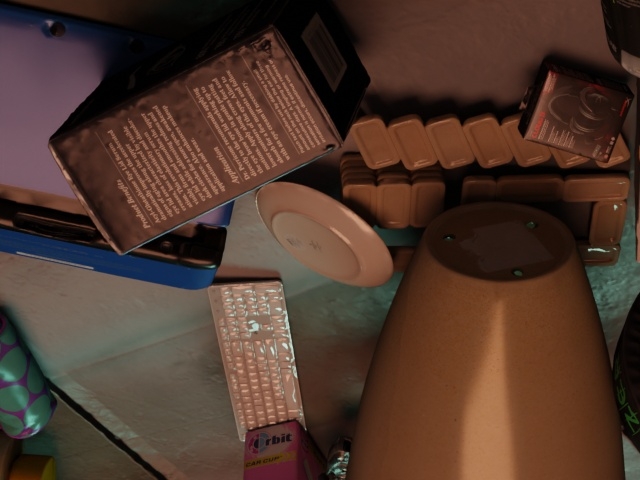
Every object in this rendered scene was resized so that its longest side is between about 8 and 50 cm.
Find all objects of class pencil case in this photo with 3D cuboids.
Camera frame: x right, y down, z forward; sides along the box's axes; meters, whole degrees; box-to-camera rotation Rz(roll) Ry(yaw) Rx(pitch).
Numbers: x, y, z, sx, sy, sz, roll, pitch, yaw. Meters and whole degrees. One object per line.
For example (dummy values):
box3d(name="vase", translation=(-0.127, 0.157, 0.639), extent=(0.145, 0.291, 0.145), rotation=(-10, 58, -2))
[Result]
box3d(name="pencil case", translation=(-0.321, 0.134, 1.752), extent=(0.070, 0.064, 0.151), rotation=(-18, 135, 4))

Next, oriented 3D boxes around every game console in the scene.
box3d(name="game console", translation=(-0.216, -0.078, 1.524), extent=(0.293, 0.173, 0.250), rotation=(13, 170, -5))

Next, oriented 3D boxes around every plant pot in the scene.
box3d(name="plant pot", translation=(0.151, 0.114, 1.512), extent=(0.256, 0.256, 0.274), rotation=(3, 123, 5))

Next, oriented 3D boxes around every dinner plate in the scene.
box3d(name="dinner plate", translation=(0.000, 0.000, 1.543), extent=(0.141, 0.017, 0.141), rotation=(28, 154, 15))

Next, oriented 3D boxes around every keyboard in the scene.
box3d(name="keyboard", translation=(-0.061, 0.124, 1.740), extent=(0.072, 0.014, 0.256), rotation=(1, 139, 8))

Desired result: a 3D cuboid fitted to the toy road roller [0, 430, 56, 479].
box3d(name="toy road roller", translation=(-0.392, 0.351, 1.949), extent=(0.202, 0.240, 0.329), rotation=(4, 102, 4))

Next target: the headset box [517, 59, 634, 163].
box3d(name="headset box", translation=(0.202, -0.105, 1.407), extent=(0.083, 0.032, 0.062), rotation=(16, 111, -10))

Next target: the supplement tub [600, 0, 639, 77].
box3d(name="supplement tub", translation=(0.250, -0.213, 1.230), extent=(0.117, 0.117, 0.190), rotation=(-5, 138, 14))

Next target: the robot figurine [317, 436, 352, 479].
box3d(name="robot figurine", translation=(0.119, 0.266, 1.822), extent=(0.211, 0.085, 0.291), rotation=(-7, 138, 15))

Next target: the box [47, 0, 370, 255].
box3d(name="box", translation=(-0.083, -0.099, 1.341), extent=(0.207, 0.153, 0.108), rotation=(-25, 106, 20))

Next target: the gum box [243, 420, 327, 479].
box3d(name="gum box", translation=(-0.017, 0.289, 1.841), extent=(0.062, 0.107, 0.188), rotation=(-14, 138, 17))

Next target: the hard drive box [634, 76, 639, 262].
box3d(name="hard drive box", translation=(0.371, -0.071, 1.396), extent=(0.232, 0.089, 0.181), rotation=(-1, 139, 9))

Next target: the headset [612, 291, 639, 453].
box3d(name="headset", translation=(0.441, 0.108, 1.500), extent=(0.394, 0.243, 0.185), rotation=(-16, 151, -10))

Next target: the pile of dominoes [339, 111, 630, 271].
box3d(name="pile of dominoes", translation=(0.143, -0.051, 1.510), extent=(0.251, 0.040, 0.196), rotation=(-2, 139, -2))
